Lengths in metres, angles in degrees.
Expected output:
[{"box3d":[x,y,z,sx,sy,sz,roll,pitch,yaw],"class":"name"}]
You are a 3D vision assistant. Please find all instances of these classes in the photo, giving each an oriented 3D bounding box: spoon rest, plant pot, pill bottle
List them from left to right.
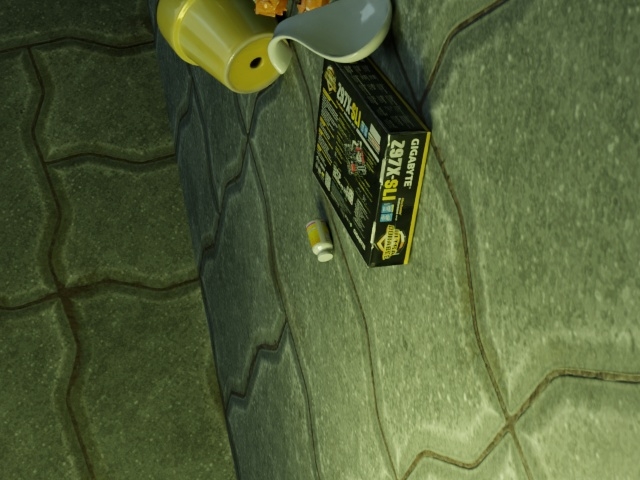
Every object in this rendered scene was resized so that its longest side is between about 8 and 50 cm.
[{"box3d":[-0.196,-0.458,2.185,0.239,0.254,0.254,54,149,29],"class":"plant pot"},{"box3d":[0.000,0.000,2.025,0.043,0.043,0.083,111,148,-56],"class":"pill bottle"},{"box3d":[0.007,-0.343,1.655,0.276,0.084,0.137,-6,57,46],"class":"spoon rest"}]

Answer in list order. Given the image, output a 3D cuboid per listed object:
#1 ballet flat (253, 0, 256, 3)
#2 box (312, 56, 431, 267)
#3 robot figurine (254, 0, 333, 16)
[{"box3d":[-0.111,-0.637,1.874,0.182,0.164,0.482,16,143,35],"class":"ballet flat"},{"box3d":[0.075,-0.147,1.682,0.322,0.079,0.257,-119,30,-51],"class":"box"},{"box3d":[-0.034,-0.537,1.765,0.211,0.085,0.290,19,116,23],"class":"robot figurine"}]
